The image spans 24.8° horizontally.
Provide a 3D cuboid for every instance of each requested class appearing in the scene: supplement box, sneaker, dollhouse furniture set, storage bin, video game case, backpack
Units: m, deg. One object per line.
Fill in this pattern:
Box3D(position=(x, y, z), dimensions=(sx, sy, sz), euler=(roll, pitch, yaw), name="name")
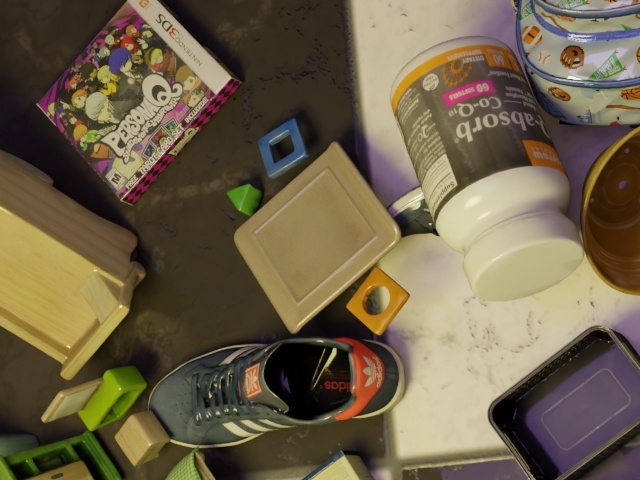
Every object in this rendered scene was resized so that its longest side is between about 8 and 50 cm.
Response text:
Box3D(position=(0.026, 0.317, 1.803), dimensions=(0.083, 0.056, 0.083), euler=(-39, 69, 12), name="supplement box")
Box3D(position=(0.189, 0.000, 1.771), dimensions=(0.226, 0.086, 0.163), euler=(-19, 72, 17), name="sneaker")
Box3D(position=(-0.246, 0.337, 1.826), dimensions=(0.301, 0.151, 0.197), euler=(52, 126, 20), name="dollhouse furniture set")
Box3D(position=(0.301, 0.195, 1.696), dimensions=(0.180, 0.084, 0.122), euler=(-39, 69, 11), name="storage bin")
Box3D(position=(-0.252, -0.202, 2.008), dimensions=(0.232, 0.042, 0.210), euler=(-46, 67, 10), name="video game case")
Box3D(position=(-0.079, 0.181, 1.818), dimensions=(0.350, 0.148, 0.131), euler=(-14, 77, 20), name="sneaker")
Box3D(position=(0.341, -0.267, 1.669), dimensions=(0.277, 0.213, 0.263), euler=(-6, 67, 22), name="backpack")

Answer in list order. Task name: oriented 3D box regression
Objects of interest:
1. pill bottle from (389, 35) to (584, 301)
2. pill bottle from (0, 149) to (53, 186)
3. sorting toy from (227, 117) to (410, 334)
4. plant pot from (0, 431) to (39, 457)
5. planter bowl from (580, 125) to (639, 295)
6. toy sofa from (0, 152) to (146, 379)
Box3D(position=(0.191, -0.082, 1.658), dimensions=(0.162, 0.162, 0.278), euler=(-27, 60, 16), name="pill bottle")
Box3D(position=(-0.468, -0.006, 2.016), dimensions=(0.131, 0.131, 0.229), euler=(31, 94, 23), name="pill bottle")
Box3D(position=(0.000, 0.000, 1.840), dimensions=(0.196, 0.047, 0.347), euler=(-44, 53, 13), name="sorting toy")
Box3D(position=(-0.554, 0.368, 1.926), dimensions=(0.248, 0.252, 0.247), euler=(1, 81, 22), name="plant pot")
Box3D(position=(0.370, -0.052, 1.679), dimensions=(0.217, 0.217, 0.090), euler=(-57, 31, 5), name="planter bowl")
Box3D(position=(-0.419, 0.004, 1.901), dimensions=(0.363, 0.177, 0.150), euler=(34, 114, -18), name="toy sofa")
